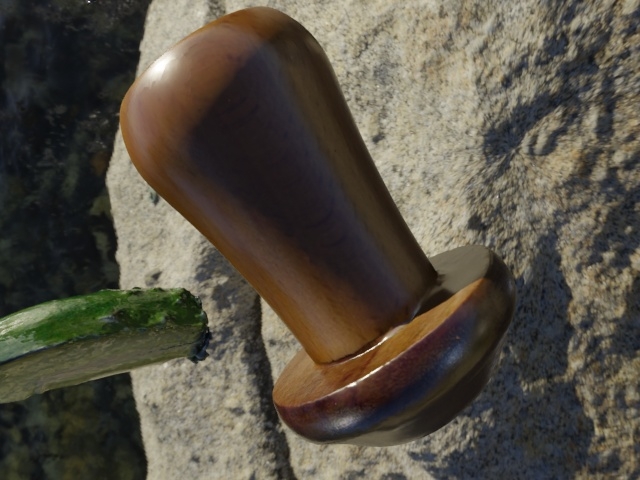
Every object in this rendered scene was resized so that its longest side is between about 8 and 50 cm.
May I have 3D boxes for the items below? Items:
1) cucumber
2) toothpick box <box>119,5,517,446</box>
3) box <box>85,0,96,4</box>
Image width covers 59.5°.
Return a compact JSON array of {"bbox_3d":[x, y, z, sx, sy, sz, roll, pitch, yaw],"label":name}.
[{"bbox_3d":[-0.307,0.116,0.682,0.145,0.325,0.105,43,128,38],"label":"cucumber"},{"bbox_3d":[0.000,0.000,0.398,0.192,0.192,0.294,-35,93,21],"label":"toothpick box"},{"bbox_3d":[-0.230,-0.444,0.715,0.184,0.273,0.143,-16,130,18],"label":"box"}]
